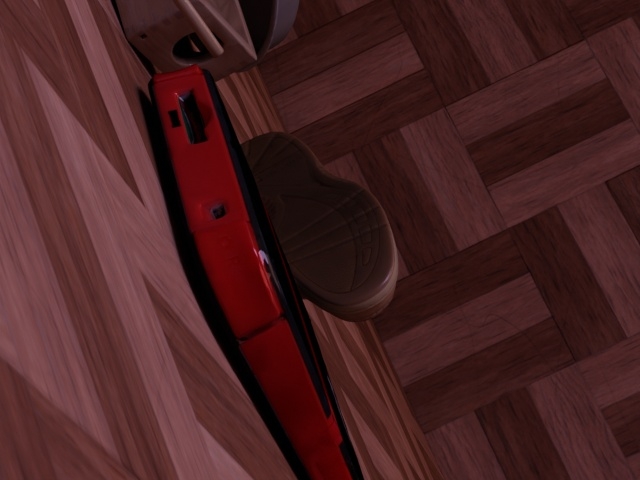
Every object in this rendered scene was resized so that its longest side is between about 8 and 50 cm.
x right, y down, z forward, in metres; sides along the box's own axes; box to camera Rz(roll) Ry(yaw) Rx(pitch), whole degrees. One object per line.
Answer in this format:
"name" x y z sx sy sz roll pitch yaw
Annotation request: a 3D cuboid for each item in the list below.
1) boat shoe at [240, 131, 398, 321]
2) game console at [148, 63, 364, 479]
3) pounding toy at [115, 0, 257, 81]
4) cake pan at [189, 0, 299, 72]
"boat shoe" 0.000 0.000 1.854 0.341 0.122 0.110 -125 -166 -55
"game console" -0.049 0.054 1.514 0.386 0.060 0.342 -110 179 -57
"pounding toy" -0.151 -0.223 1.678 0.206 0.094 0.181 42 25 -57
"cake pan" -0.116 -0.364 2.276 0.293 0.054 0.293 35 -46 47
